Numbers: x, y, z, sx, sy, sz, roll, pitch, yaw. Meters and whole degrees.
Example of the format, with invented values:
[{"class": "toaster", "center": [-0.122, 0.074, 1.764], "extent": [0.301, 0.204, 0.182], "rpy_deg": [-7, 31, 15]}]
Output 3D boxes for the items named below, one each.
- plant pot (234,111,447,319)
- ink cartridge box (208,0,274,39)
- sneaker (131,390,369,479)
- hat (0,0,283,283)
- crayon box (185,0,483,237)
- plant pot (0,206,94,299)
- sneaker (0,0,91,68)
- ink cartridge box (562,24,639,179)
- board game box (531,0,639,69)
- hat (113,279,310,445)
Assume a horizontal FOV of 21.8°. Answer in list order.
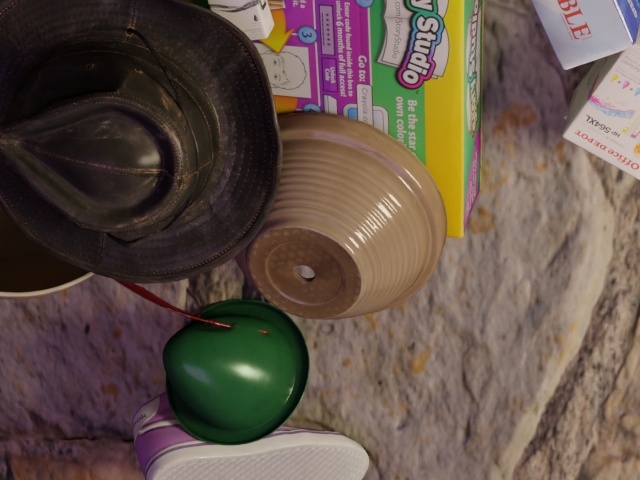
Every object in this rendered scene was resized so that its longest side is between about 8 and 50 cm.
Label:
[{"class": "plant pot", "center": [0.000, 0.000, 1.646], "extent": [0.237, 0.109, 0.237], "rpy_deg": [9, 130, 11]}, {"class": "ink cartridge box", "center": [-0.079, -0.228, 1.549], "extent": [0.048, 0.028, 0.083], "rpy_deg": [-5, 122, 21]}, {"class": "sneaker", "center": [-0.087, 0.229, 1.987], "extent": [0.282, 0.161, 0.102], "rpy_deg": [6, 121, -26]}, {"class": "hat", "center": [-0.207, -0.086, 1.538], "extent": [0.331, 0.134, 0.331], "rpy_deg": [5, 112, 13]}, {"class": "crayon box", "center": [-0.001, -0.192, 1.639], "extent": [0.313, 0.106, 0.363], "rpy_deg": [7, 127, 13]}, {"class": "plant pot", "center": [-0.329, -0.063, 1.771], "extent": [0.284, 0.284, 0.191], "rpy_deg": [31, 163, -5]}, {"class": "sneaker", "center": [-0.267, -0.257, 1.644], "extent": [0.145, 0.147, 0.384], "rpy_deg": [-24, 108, 11]}, {"class": "ink cartridge box", "center": [0.301, -0.136, 1.585], "extent": [0.092, 0.090, 0.143], "rpy_deg": [29, 128, -3]}, {"class": "board game box", "center": [0.179, -0.349, 1.325], "extent": [0.066, 0.318, 0.318], "rpy_deg": [-16, 119, 26]}, {"class": "hat", "center": [-0.140, 0.121, 1.832], "extent": [0.209, 0.173, 0.183], "rpy_deg": [4, 163, 25]}]
